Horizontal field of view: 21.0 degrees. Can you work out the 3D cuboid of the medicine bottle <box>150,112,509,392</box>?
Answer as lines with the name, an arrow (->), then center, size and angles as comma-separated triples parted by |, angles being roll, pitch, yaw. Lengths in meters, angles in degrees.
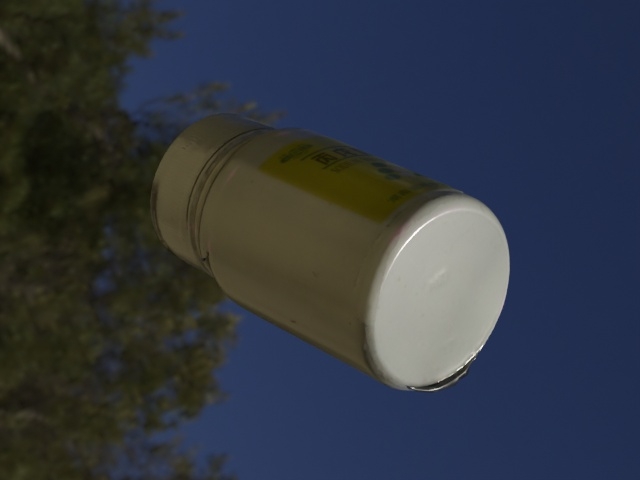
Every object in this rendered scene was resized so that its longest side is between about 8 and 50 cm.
medicine bottle -> 0.000, 0.000, 1.238 | 0.258, 0.143, 0.143 | 24, -49, 44
